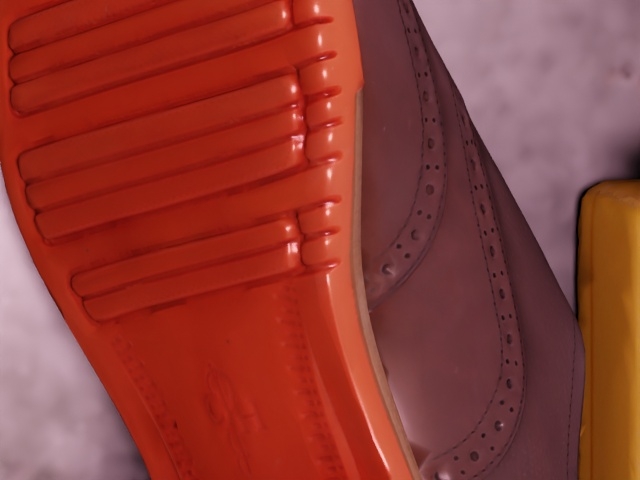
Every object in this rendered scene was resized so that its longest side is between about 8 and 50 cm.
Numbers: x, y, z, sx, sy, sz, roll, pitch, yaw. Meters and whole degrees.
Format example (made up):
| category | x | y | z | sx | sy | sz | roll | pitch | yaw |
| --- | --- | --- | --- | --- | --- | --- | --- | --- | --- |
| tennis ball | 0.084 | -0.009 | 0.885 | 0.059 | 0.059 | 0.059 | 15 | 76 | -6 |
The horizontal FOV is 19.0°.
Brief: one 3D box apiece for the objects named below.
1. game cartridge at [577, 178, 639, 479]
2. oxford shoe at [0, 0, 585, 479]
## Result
| category | x | y | z | sx | sy | sz | roll | pitch | yaw |
| --- | --- | --- | --- | --- | --- | --- | --- | --- | --- |
| game cartridge | 0.224 | 0.116 | 0.525 | 0.323 | 0.052 | 0.285 | -3 | 100 | -14 |
| oxford shoe | 0.000 | 0.000 | 0.427 | 0.098 | 0.097 | 0.271 | -16 | 98 | -49 |
